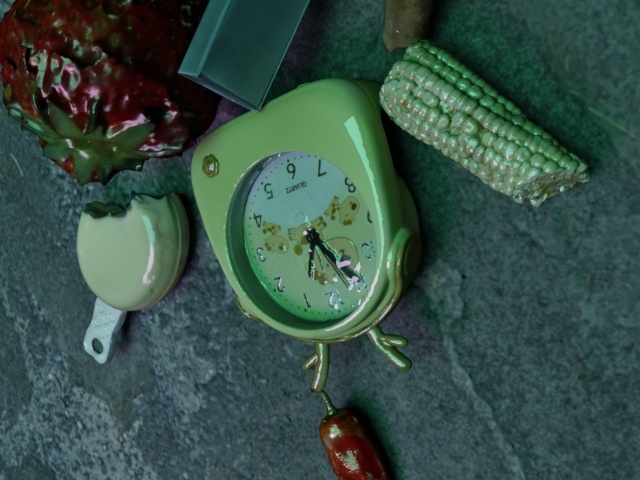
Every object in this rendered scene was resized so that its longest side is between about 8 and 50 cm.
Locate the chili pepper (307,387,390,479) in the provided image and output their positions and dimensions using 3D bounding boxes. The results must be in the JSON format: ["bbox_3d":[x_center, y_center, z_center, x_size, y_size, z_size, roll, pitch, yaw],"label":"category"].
[{"bbox_3d":[0.041,0.241,0.947,0.059,0.050,0.191,-22,99,31],"label":"chili pepper"}]

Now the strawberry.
[{"bbox_3d":[-0.223,-0.217,0.924,0.250,0.238,0.288,-1,65,24],"label":"strawberry"}]

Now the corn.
[{"bbox_3d":[0.146,-0.101,0.794,0.211,0.087,0.087,43,119,19],"label":"corn"}]

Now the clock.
[{"bbox_3d":[0.000,0.000,0.900,0.235,0.096,0.308,-18,89,33],"label":"clock"}]

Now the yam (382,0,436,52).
[{"bbox_3d":[0.086,-0.259,0.750,0.057,0.057,0.241,39,154,21],"label":"yam"}]

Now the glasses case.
[{"bbox_3d":[-0.050,-0.268,0.828,0.056,0.105,0.266,26,91,34],"label":"glasses case"}]

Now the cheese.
[{"bbox_3d":[-0.240,0.052,1.077,0.163,0.071,0.249,12,105,31],"label":"cheese"}]
